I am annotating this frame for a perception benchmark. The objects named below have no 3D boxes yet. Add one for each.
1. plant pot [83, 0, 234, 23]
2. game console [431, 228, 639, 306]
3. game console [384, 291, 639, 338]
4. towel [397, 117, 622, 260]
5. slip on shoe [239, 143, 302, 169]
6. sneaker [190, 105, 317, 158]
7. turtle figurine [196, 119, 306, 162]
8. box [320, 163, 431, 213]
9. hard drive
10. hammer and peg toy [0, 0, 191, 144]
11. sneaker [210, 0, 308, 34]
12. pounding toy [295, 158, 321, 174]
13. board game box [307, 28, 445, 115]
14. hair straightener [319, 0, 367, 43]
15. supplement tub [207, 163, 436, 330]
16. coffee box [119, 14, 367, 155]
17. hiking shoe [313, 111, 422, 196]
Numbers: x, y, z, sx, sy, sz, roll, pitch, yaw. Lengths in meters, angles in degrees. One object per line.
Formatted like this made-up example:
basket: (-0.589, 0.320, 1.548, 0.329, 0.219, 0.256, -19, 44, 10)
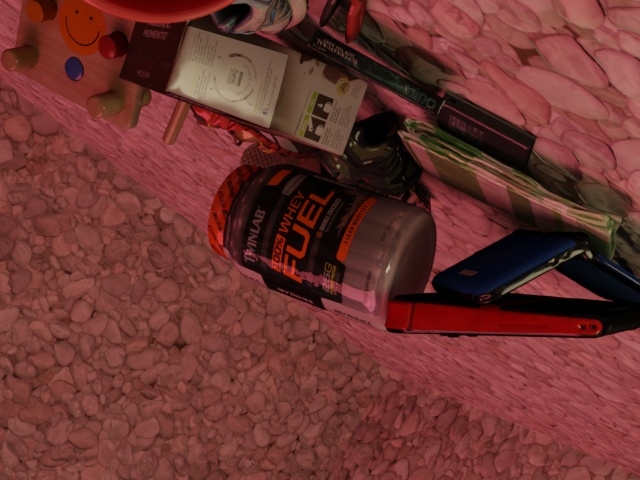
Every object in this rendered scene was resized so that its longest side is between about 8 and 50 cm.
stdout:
plant pot: (-0.183, -0.359, 1.074, 0.275, 0.275, 0.243, 37, 178, -24)
game console: (0.334, 0.079, 1.573, 0.173, 0.250, 0.293, 62, 174, -4)
game console: (0.315, 0.119, 1.645, 0.342, 0.060, 0.386, 4, -178, 29)
towel: (0.275, -0.070, 1.542, 0.324, 0.038, 0.248, 27, 177, 17)
slip on shoe: (-0.014, -0.079, 2.101, 0.331, 0.123, 0.101, 30, 170, -1)
sneaker: (-0.069, -0.215, 1.730, 0.276, 0.098, 0.135, 19, 145, -27)
turtle figurine: (-0.141, -0.215, 1.980, 0.217, 0.087, 0.269, 25, 167, 32)
box: (0.097, -0.093, 1.831, 0.114, 0.036, 0.207, -19, 143, 23)
hard drive: (0.223, -0.146, 1.448, 0.135, 0.022, 0.094, 30, 169, 12)
hammer and peg toy: (-0.322, -0.304, 1.650, 0.361, 0.266, 0.127, 29, -151, 19)
sneaker: (-0.090, -0.303, 1.297, 0.110, 0.122, 0.283, 49, 174, 3)
pounding toy: (0.008, -0.059, 1.935, 0.181, 0.094, 0.206, 53, -172, 1)
board game box: (0.071, -0.219, 1.399, 0.186, 0.026, 0.126, 28, -172, -4)
hair straightener: (0.012, -0.303, 1.265, 0.089, 0.047, 0.230, 32, 175, 4)
supplement tub: (0.000, 0.000, 1.733, 0.338, 0.207, 0.207, 19, 164, 24)
coffee box: (-0.108, -0.228, 1.506, 0.297, 0.119, 0.168, 17, -175, -36)
hiking shoe: (0.099, -0.137, 1.642, 0.227, 0.114, 0.086, 3, -136, -49)
